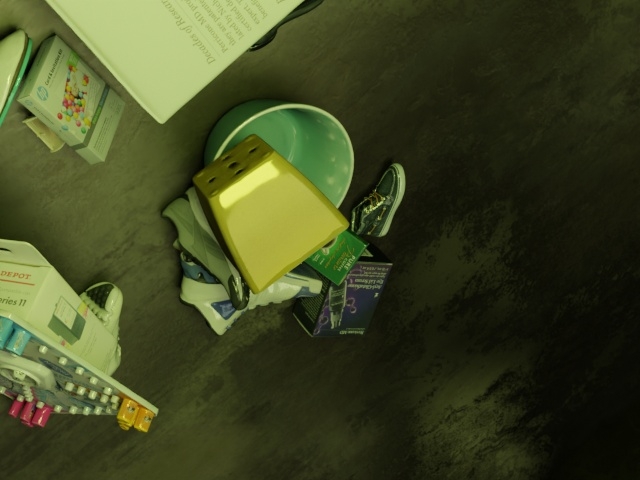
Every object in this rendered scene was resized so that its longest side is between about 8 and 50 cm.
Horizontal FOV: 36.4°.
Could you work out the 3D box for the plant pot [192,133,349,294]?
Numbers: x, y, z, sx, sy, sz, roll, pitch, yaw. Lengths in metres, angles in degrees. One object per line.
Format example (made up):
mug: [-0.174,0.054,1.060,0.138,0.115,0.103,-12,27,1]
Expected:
plant pot: [-0.111,-0.067,1.758,0.212,0.212,0.187,-36,117,-5]

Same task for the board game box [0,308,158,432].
board game box: [-0.562,0.253,1.807,0.390,0.390,0.050,44,52,-39]

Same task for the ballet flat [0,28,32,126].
ballet flat: [-0.607,-0.184,1.650,0.139,0.139,0.400,10,116,-35]

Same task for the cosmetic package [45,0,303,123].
cosmetic package: [-0.249,-0.474,1.530,0.394,0.329,0.327,-41,132,0]

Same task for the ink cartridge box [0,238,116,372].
ink cartridge box: [-0.546,0.136,1.773,0.353,0.207,0.119,66,36,-52]

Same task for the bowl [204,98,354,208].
bowl: [-0.107,-0.155,1.931,0.312,0.163,0.311,-15,125,-22]

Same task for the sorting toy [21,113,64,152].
sorting toy: [-0.474,-0.206,1.736,0.075,0.045,0.083,-11,138,25]

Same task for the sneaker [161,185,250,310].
sneaker: [-0.224,0.026,1.941,0.108,0.271,0.100,-30,165,-4]

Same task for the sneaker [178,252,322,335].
sneaker: [-0.172,0.109,2.102,0.316,0.127,0.182,6,120,-26]

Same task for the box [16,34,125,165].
box: [-0.432,-0.244,1.704,0.038,0.145,0.186,-13,139,32]

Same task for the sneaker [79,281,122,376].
sneaker: [-0.463,0.211,2.010,0.118,0.110,0.292,0,122,-46]

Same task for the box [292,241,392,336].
box: [0.049,0.112,2.233,0.153,0.108,0.207,2,117,-32]

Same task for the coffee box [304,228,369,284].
coffee box: [0.000,0.000,2.099,0.113,0.184,0.040,-57,173,12]

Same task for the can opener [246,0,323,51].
can opener: [-0.077,-0.431,1.851,0.186,0.073,0.059,-37,92,-8]

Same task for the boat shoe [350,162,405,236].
boat shoe: [0.127,-0.087,2.177,0.083,0.065,0.183,-1,121,-32]
